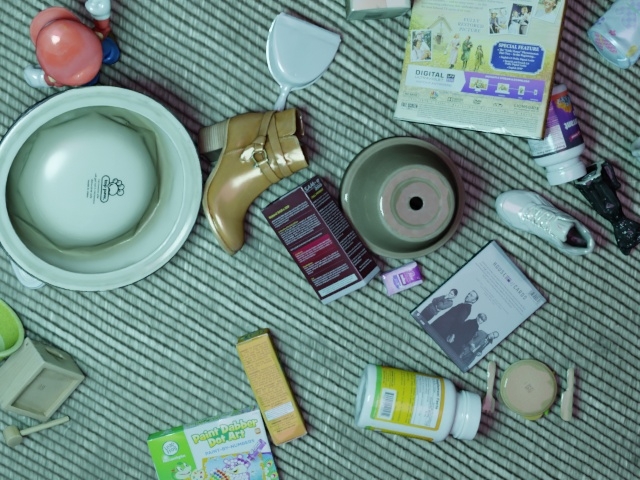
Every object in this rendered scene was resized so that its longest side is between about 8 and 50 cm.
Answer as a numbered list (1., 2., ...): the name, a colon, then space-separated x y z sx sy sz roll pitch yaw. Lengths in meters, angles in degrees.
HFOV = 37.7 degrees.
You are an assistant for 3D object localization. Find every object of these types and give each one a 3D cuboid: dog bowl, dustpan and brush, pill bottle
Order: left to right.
1. dog bowl: -0.444 -0.112 1.820 0.408 0.150 0.408 -9 113 -23
2. dustpan and brush: -0.059 -0.342 1.934 0.147 0.060 0.211 18 88 -17
3. pill bottle: 0.204 0.347 1.967 0.246 0.136 0.136 12 95 -4
4. pill bottle: 0.483 -0.217 1.941 0.108 0.108 0.193 -20 97 -1

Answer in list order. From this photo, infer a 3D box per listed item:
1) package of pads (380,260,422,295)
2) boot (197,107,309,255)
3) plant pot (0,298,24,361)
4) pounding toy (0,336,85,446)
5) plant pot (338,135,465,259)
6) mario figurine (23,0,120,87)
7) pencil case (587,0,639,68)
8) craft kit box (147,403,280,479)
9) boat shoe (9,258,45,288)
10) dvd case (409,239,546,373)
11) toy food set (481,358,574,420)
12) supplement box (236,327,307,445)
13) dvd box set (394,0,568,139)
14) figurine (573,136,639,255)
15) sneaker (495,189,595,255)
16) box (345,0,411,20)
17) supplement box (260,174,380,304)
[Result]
1. package of pads: 0.172 0.081 1.992 0.083 0.032 0.050 -21 99 -1
2. boot: -0.122 -0.123 1.892 0.220 0.109 0.283 -11 75 14
3. plant pot: -0.775 0.236 1.862 0.276 0.276 0.254 33 104 -5
4. pounding toy: -0.596 0.321 1.942 0.206 0.181 0.094 -48 55 2
5. plant pot: 0.173 -0.083 1.879 0.263 0.229 0.263 0 95 -2
6. mario figurine: -0.476 -0.381 1.769 0.170 0.320 0.198 9 94 -4
7. pencil case: 0.681 -0.479 1.922 0.273 0.113 0.124 -44 74 3
8. craft kit box: -0.215 0.500 2.003 0.250 0.061 0.246 -16 93 -2
9. boat shoe: -0.603 -0.025 1.915 0.095 0.084 0.258 -7 96 -3
10. dvd case: 0.337 0.142 2.008 0.239 0.029 0.179 -42 96 1
11. toy food set: 0.448 0.322 2.032 0.192 0.038 0.132 6 88 2
12. supplement box: -0.104 0.306 1.977 0.080 0.078 0.233 -23 97 -1
13. dvd box set: 0.330 -0.428 1.883 0.308 0.062 0.420 10 95 19
14. figurine: 0.674 -0.095 1.957 0.215 0.092 0.209 -31 105 20
15. sneaker: 0.477 -0.040 1.953 0.232 0.115 0.090 24 94 -5
16. box: 0.105 -0.606 1.867 0.121 0.148 0.311 -4 94 -2
17. supplement box: 0.000 0.000 1.926 0.130 0.073 0.239 -28 99 40
